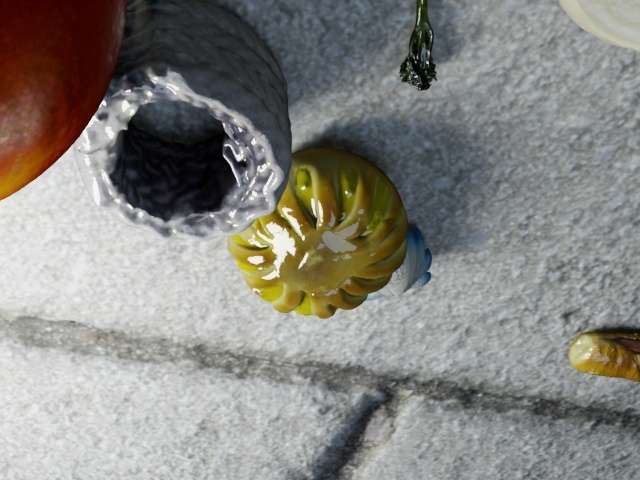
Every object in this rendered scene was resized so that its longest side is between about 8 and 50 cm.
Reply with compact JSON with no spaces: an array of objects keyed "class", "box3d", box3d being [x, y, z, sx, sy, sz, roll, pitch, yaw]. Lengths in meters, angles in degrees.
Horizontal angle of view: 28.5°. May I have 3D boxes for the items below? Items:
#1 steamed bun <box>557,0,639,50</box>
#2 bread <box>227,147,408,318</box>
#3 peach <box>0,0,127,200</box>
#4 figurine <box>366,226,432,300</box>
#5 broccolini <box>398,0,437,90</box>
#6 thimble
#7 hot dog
[{"class":"steamed bun","box3d":[0.326,-0.302,1.207,0.232,0.145,0.231,2,126,3]},{"class":"bread","box3d":[0.000,0.000,1.442,0.213,0.104,0.213,1,118,2]},{"class":"peach","box3d":[-0.334,-0.194,1.046,0.370,0.370,0.370,-6,135,-6]},{"class":"figurine","box3d":[0.081,0.017,1.533,0.114,0.079,0.114,-1,103,-3]},{"class":"broccolini","box3d":[0.109,-0.249,1.300,0.042,0.044,0.218,6,129,4]},{"class":"thimble","box3d":[-0.142,-0.121,1.283,0.217,0.157,0.245,-21,134,8]},{"class":"hot dog","box3d":[0.480,0.172,1.769,0.286,0.061,0.088,6,144,-15]}]
